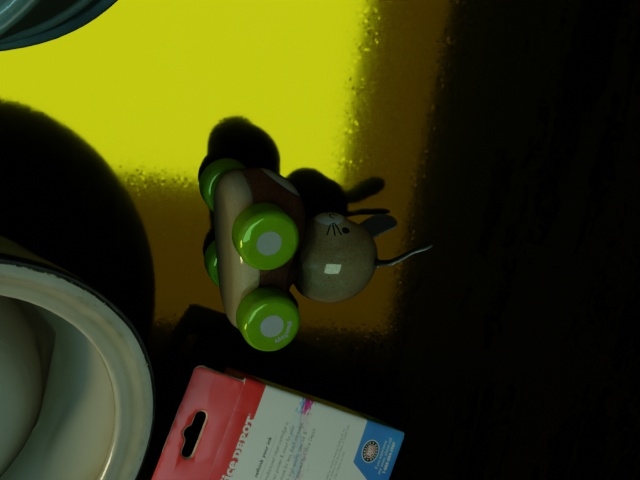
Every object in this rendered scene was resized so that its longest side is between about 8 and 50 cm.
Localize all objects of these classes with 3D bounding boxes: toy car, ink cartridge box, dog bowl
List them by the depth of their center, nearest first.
[{"bbox_3d":[-0.349,0.157,0.718,0.408,0.150,0.408,-23,131,-29],"label":"dog bowl"},{"bbox_3d":[0.000,0.000,0.799,0.188,0.155,0.149,-8,114,-18],"label":"toy car"},{"bbox_3d":[-0.048,0.215,0.891,0.231,0.078,0.134,23,84,-18],"label":"ink cartridge box"}]

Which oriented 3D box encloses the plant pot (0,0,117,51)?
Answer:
[{"bbox_3d":[-0.253,-0.258,0.539,0.341,0.334,0.341,-4,112,-9],"label":"plant pot"}]
